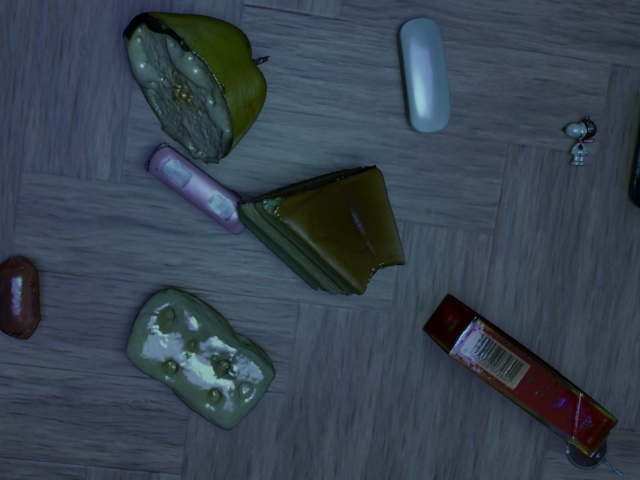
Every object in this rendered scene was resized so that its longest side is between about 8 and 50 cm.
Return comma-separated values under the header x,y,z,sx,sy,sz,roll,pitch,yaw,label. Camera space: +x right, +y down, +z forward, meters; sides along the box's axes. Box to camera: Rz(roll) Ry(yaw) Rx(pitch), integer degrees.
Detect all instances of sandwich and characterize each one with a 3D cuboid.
x,y,z,sx,sy,sz,roll,pitch,yaw,label
0.000,0.000,1.582,0.227,0.155,0.199,-19,99,-32,sandwich

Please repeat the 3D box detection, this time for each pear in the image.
x,y,z,sx,sy,sz,roll,pitch,yaw,label
-0.181,-0.277,1.566,0.178,0.267,0.267,-40,101,-32,pear

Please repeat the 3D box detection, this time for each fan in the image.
x,y,z,sx,sy,sz,roll,pitch,yaw,label
0.519,0.403,1.804,0.133,0.005,0.085,38,90,-8,fan

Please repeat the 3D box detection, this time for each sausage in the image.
x,y,z,sx,sy,sz,roll,pitch,yaw,label
-0.509,0.096,1.612,0.076,0.076,0.141,2,96,-7,sausage

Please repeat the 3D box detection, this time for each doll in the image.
x,y,z,sx,sy,sz,roll,pitch,yaw,label
0.468,-0.176,1.715,0.058,0.040,0.085,-14,94,8,doll

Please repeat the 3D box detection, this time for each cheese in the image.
x,y,z,sx,sy,sz,roll,pitch,yaw,label
-0.209,0.200,1.650,0.263,0.093,0.159,40,89,-9,cheese

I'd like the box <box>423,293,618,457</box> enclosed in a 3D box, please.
x,y,z,sx,sy,sz,roll,pitch,yaw,label
0.341,0.228,1.665,0.313,0.197,0.089,37,91,-10,box

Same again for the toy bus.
x,y,z,sx,sy,sz,roll,pitch,yaw,label
-0.201,-0.087,1.619,0.203,0.090,0.063,36,92,-8,toy bus

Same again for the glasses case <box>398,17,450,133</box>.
x,y,z,sx,sy,sz,roll,pitch,yaw,label
0.180,-0.284,1.661,0.076,0.049,0.197,-9,97,-6,glasses case

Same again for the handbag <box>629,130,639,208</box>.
x,y,z,sx,sy,sz,roll,pitch,yaw,label
0.729,-0.168,1.710,0.325,0.118,0.269,4,103,-8,handbag
